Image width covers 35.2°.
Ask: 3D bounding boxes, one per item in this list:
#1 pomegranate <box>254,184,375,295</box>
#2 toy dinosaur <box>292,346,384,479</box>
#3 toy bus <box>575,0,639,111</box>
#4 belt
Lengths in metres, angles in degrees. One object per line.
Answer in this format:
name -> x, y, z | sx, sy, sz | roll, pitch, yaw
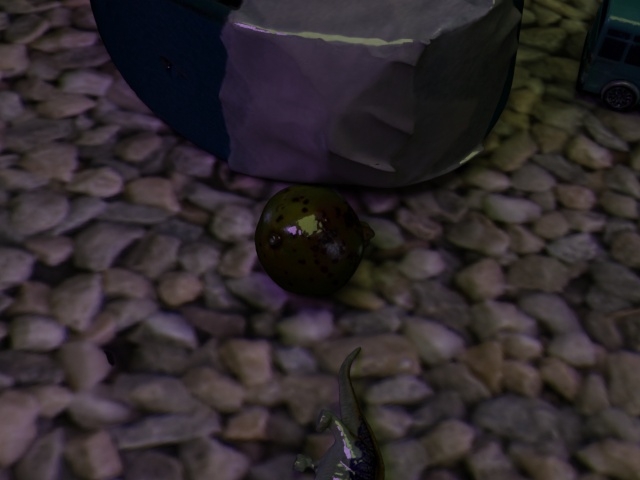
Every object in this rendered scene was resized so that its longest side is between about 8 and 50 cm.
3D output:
pomegranate -> 0.001, 0.001, 0.633 | 0.085, 0.073, 0.073 | 10, 47, -20
toy dinosaur -> 0.007, 0.124, 0.548 | 0.058, 0.037, 0.180 | 20, 53, -22
toy bus -> 0.290, -0.144, 0.782 | 0.160, 0.091, 0.079 | 17, 50, 6
belt -> -0.027, -0.229, 0.758 | 0.300, 0.173, 0.436 | -22, 52, -14
